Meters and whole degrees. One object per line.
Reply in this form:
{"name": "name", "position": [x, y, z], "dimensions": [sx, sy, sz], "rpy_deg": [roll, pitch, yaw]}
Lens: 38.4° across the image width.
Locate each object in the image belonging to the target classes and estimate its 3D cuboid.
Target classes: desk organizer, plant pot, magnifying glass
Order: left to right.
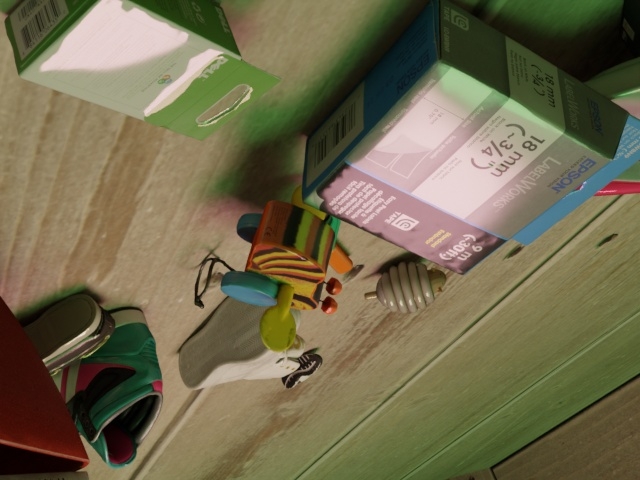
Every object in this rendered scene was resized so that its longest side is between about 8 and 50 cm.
{"name": "plant pot", "position": [-0.450, 0.165, 0.983], "dimensions": [0.267, 0.236, 0.267], "rpy_deg": [-25, 155, 6]}
{"name": "magnifying glass", "position": [0.000, 0.000, 1.260], "dimensions": [0.092, 0.026, 0.231], "rpy_deg": [-25, 153, 8]}
{"name": "desk organizer", "position": [0.364, -0.254, 1.000], "dimensions": [0.050, 0.047, 0.130], "rpy_deg": [-25, 155, 2]}

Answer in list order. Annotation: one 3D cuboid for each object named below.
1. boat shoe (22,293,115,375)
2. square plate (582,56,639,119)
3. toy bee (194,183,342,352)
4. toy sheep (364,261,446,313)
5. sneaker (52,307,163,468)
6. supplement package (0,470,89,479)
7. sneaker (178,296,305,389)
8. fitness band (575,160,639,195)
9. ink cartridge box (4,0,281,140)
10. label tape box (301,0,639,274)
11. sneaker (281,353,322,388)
{"name": "boat shoe", "position": [-0.375, 0.149, 1.193], "dimensions": [0.228, 0.081, 0.069], "rpy_deg": [-26, 151, 5]}
{"name": "square plate", "position": [0.459, -0.188, 1.104], "dimensions": [0.347, 0.049, 0.344], "rpy_deg": [-18, 170, 22]}
{"name": "toy bee", "position": [-0.034, 0.028, 1.103], "dimensions": [0.162, 0.195, 0.298], "rpy_deg": [19, -179, -16]}
{"name": "toy sheep", "position": [0.134, 0.075, 1.444], "dimensions": [0.132, 0.091, 0.091], "rpy_deg": [-19, 156, 8]}
{"name": "sneaker", "position": [-0.331, 0.245, 1.260], "dimensions": [0.295, 0.178, 0.124], "rpy_deg": [-36, 153, 8]}
{"name": "supplement package", "position": [-0.367, 0.351, 0.968], "dimensions": [0.194, 0.149, 0.203], "rpy_deg": [-33, 154, 23]}
{"name": "sneaker", "position": [-0.080, 0.144, 1.404], "dimensions": [0.169, 0.108, 0.292], "rpy_deg": [-2, 159, -38]}
{"name": "fitness band", "position": [0.339, -0.091, 1.209], "dimensions": [0.291, 0.054, 0.209], "rpy_deg": [1, 176, -39]}
{"name": "ink cartridge box", "position": [-0.142, -0.160, 0.772], "dimensions": [0.109, 0.062, 0.209], "rpy_deg": [-34, 153, 26]}
{"name": "label tape box", "position": [0.184, -0.078, 0.994], "dimensions": [0.333, 0.106, 0.240], "rpy_deg": [24, 136, -23]}
{"name": "sneaker", "position": [-0.029, 0.236, 1.706], "dimensions": [0.044, 0.040, 0.109], "rpy_deg": [-19, 165, -47]}
